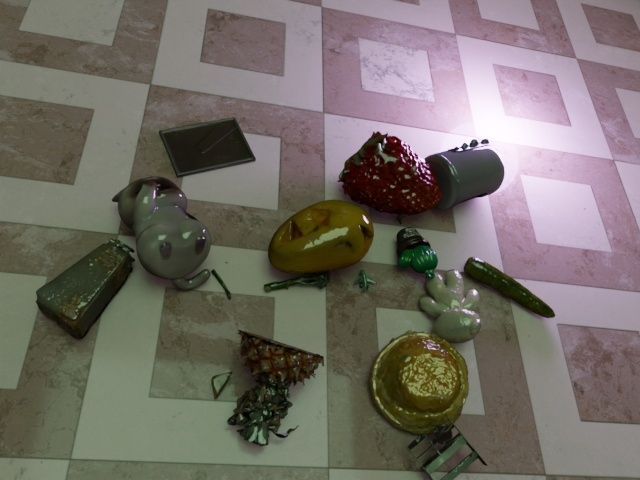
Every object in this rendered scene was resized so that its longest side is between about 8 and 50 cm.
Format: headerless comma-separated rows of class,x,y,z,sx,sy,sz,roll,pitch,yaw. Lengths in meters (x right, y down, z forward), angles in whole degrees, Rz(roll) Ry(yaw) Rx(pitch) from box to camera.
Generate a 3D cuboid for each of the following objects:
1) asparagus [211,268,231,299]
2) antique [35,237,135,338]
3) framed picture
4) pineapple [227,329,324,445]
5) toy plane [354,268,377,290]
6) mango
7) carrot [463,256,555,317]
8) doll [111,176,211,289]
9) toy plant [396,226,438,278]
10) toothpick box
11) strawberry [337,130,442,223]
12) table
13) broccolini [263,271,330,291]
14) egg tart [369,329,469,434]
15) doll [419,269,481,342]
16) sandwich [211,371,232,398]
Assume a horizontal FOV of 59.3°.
asparagus,-0.305,0.136,1.743,0.015,0.014,0.114,-39,71,4
antique,-0.642,0.120,1.591,0.150,0.125,0.284,33,56,6
framed picture,-0.403,-0.338,2.009,0.289,0.016,0.213,-17,64,-24
pineapple,-0.146,0.409,1.528,0.263,0.262,0.271,18,79,-4
toy plane,0.145,0.133,1.860,0.080,0.033,0.083,-2,53,-16
mango,0.000,0.000,1.806,0.365,0.182,0.253,-27,45,-19
carrot,0.664,0.168,1.961,0.359,0.074,0.074,31,56,3
doll,-0.471,-0.044,1.680,0.215,0.226,0.370,-20,66,-26
toy plant,0.322,0.048,1.912,0.143,0.105,0.200,-5,52,-20
toothpick box,0.545,-0.259,2.099,0.316,0.229,0.229,-18,65,-25
strawberry,0.245,-0.202,1.985,0.343,0.292,0.292,46,57,-5
table,0.350,0.603,1.576,0.146,0.062,0.175,-37,75,-8
broccolini,-0.072,0.140,1.795,0.216,0.058,0.067,-15,27,-15
egg tart,0.304,0.408,1.660,0.319,0.128,0.319,3,63,-7
doll,0.436,0.219,1.850,0.149,0.175,0.278,36,36,-38
sandwich,-0.286,0.397,1.576,0.044,0.031,0.083,33,57,3
